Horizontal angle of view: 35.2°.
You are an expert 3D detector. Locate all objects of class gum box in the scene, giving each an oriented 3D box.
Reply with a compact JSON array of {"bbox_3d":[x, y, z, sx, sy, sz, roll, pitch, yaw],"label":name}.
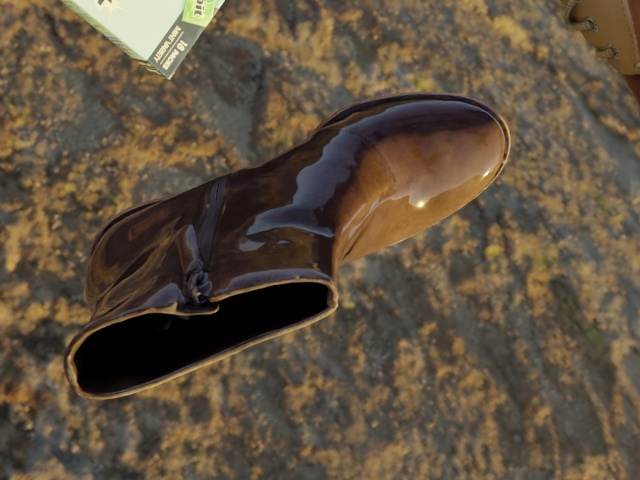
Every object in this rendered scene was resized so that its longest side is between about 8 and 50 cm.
[{"bbox_3d":[-0.157,-0.254,0.845,0.184,0.157,0.041,37,-7,-32],"label":"gum box"}]

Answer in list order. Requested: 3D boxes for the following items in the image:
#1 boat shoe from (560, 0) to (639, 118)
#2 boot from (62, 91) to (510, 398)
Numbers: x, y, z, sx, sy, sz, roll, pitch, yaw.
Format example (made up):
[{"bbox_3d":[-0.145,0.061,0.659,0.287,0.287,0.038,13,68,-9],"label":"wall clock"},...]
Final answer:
[{"bbox_3d":[0.208,-0.164,0.624,0.122,0.120,0.324,-38,127,-73],"label":"boat shoe"},{"bbox_3d":[0.000,0.000,0.511,0.207,0.248,0.090,-110,-178,-72],"label":"boot"}]
